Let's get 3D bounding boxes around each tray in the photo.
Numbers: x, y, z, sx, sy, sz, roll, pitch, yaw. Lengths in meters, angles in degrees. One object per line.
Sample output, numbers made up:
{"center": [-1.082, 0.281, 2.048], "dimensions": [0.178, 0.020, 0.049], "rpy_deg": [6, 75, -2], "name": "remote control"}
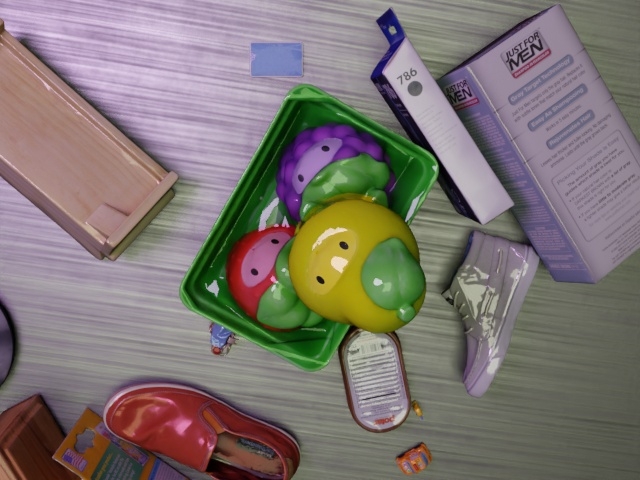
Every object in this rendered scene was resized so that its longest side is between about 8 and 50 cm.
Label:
{"center": [-0.389, 0.459, 1.266], "dimensions": [0.076, 0.203, 0.411], "rpy_deg": [-28, 100, 3], "name": "tray"}

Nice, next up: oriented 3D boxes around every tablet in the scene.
{"center": [-0.069, -0.282, 1.268], "dimensions": [0.083, 0.006, 0.054], "rpy_deg": [-1, 99, -3], "name": "tablet"}

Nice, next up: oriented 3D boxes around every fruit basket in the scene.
{"center": [0.000, 0.000, 1.136], "dimensions": [0.283, 0.392, 0.392], "rpy_deg": [29, 97, -7], "name": "fruit basket"}

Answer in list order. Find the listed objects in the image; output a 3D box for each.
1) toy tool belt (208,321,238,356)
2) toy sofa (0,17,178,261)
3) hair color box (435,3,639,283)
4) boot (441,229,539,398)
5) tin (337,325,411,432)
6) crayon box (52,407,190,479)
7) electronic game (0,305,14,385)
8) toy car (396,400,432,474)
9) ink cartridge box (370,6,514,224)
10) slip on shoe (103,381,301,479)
{"center": [-0.157, 0.151, 1.308], "dimensions": [0.052, 0.051, 0.083], "rpy_deg": [23, 98, -6], "name": "toy tool belt"}
{"center": [-0.400, -0.141, 1.221], "dimensions": [0.362, 0.177, 0.150], "rpy_deg": [41, 70, -8], "name": "toy sofa"}
{"center": [0.358, -0.139, 1.233], "dimensions": [0.185, 0.113, 0.374], "rpy_deg": [-35, 99, -15], "name": "hair color box"}
{"center": [0.248, 0.114, 1.309], "dimensions": [0.123, 0.095, 0.258], "rpy_deg": [20, 89, 1], "name": "boot"}
{"center": [0.089, 0.225, 1.340], "dimensions": [0.106, 0.040, 0.190], "rpy_deg": [-11, 99, 4], "name": "tin"}
{"center": [-0.278, 0.416, 1.268], "dimensions": [0.323, 0.203, 0.083], "rpy_deg": [38, 96, -7], "name": "crayon box"}
{"center": [-0.603, 0.164, 1.293], "dimensions": [0.229, 0.048, 0.229], "rpy_deg": [0, 100, -2], "name": "electronic game"}
{"center": [0.151, 0.334, 1.355], "dimensions": [0.060, 0.040, 0.122], "rpy_deg": [-13, 100, 0], "name": "toy car"}
{"center": [0.159, -0.181, 1.213], "dimensions": [0.065, 0.165, 0.333], "rpy_deg": [-33, 98, 3], "name": "ink cartridge box"}
{"center": [-0.189, 0.318, 1.309], "dimensions": [0.331, 0.101, 0.123], "rpy_deg": [21, 99, -4], "name": "slip on shoe"}
